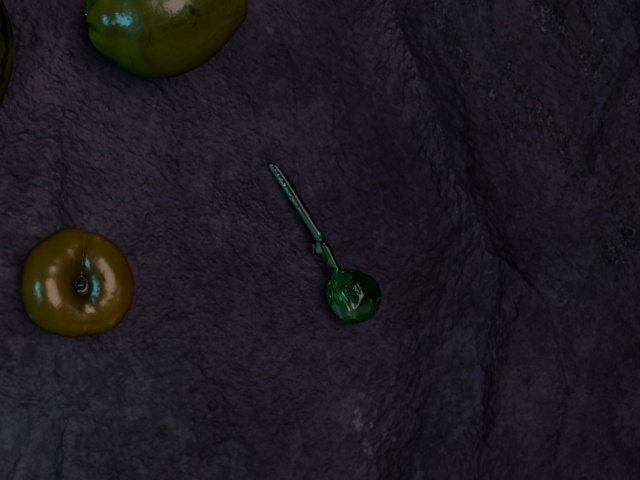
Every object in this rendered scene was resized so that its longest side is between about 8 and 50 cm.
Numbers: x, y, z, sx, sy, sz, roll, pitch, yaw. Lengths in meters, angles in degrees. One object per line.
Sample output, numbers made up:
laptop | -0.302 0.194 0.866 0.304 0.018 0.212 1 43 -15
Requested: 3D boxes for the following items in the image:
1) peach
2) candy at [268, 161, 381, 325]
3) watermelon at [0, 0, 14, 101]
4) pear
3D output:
peach | -0.379 0.066 1.818 0.179 0.103 0.179 3 82 -25
candy | -0.002 0.001 2.028 0.097 0.097 0.323 -32 92 -24
watermelon | -0.533 -0.294 1.754 0.159 0.128 0.303 4 85 -25
pear | -0.244 -0.368 1.856 0.269 0.212 0.212 -14 92 -19
